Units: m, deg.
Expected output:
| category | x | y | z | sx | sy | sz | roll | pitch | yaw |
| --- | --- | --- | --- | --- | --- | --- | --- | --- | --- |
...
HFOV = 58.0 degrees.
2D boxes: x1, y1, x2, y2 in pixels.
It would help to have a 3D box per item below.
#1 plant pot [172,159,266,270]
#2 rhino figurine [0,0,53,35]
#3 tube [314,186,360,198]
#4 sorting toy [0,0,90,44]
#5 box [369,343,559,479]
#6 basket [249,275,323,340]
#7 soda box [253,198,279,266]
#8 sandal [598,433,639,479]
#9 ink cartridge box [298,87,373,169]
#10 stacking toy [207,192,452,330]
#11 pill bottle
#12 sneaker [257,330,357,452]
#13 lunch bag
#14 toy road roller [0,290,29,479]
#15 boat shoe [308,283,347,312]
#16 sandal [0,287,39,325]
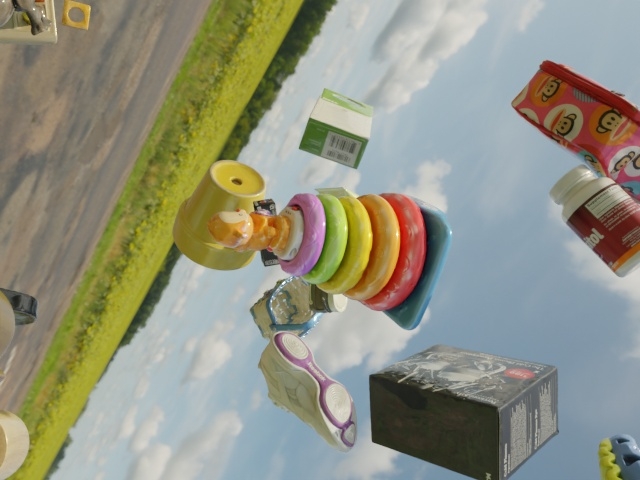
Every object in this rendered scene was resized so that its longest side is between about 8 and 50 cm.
| category | x | y | z | sx | sy | sz | roll | pitch | yaw |
| --- | --- | --- | --- | --- | --- | --- | --- | --- | --- |
| plant pot | -0.267 | -0.084 | 1.625 | 0.254 | 0.254 | 0.239 | -78 | -168 | -53 |
| rhino figurine | -0.530 | -0.330 | 0.873 | 0.073 | 0.106 | 0.243 | 9 | -137 | 42 |
| tube | 0.097 | -0.045 | 1.174 | 0.070 | 0.240 | 0.062 | -38 | -142 | 26 |
| sorting toy | -0.743 | -0.580 | 1.398 | 0.047 | 0.347 | 0.196 | -167 | -107 | -66 |
| box | 0.346 | 0.395 | 1.391 | 0.343 | 0.312 | 0.179 | 3 | -80 | 42 |
| basket | -0.079 | 0.227 | 1.931 | 0.289 | 0.201 | 0.255 | -9 | -159 | 38 |
| soda box | -0.137 | -0.021 | 1.512 | 0.060 | 0.053 | 0.169 | -132 | -146 | -69 |
| sandal | 0.449 | 0.376 | 0.712 | 0.138 | 0.126 | 0.317 | -18 | -148 | 9 |
| ink cartridge box | 0.034 | -0.209 | 1.058 | 0.209 | 0.109 | 0.062 | -76 | -174 | -61 |
| stacking toy | 0.000 | 0.000 | 0.738 | 0.175 | 0.302 | 0.166 | 38 | -66 | 58 |
| pill bottle | 0.394 | -0.030 | 0.801 | 0.086 | 0.152 | 0.086 | -29 | 154 | -15 |
| sneaker | -0.031 | 0.357 | 1.325 | 0.114 | 0.305 | 0.152 | -13 | 148 | -51 |
| lunch bag | 0.455 | -0.174 | 0.951 | 0.120 | 0.293 | 0.258 | -56 | -140 | 18 |
| toy road roller | -0.559 | 0.200 | 0.898 | 0.240 | 0.329 | 0.202 | -48 | 179 | -20 |
| boat shoe | 0.019 | 0.050 | 1.582 | 0.091 | 0.109 | 0.305 | -10 | -115 | 29 |
| sandal | -0.743 | 0.117 | 1.028 | 0.167 | 0.445 | 0.107 | -28 | -125 | 45 |
